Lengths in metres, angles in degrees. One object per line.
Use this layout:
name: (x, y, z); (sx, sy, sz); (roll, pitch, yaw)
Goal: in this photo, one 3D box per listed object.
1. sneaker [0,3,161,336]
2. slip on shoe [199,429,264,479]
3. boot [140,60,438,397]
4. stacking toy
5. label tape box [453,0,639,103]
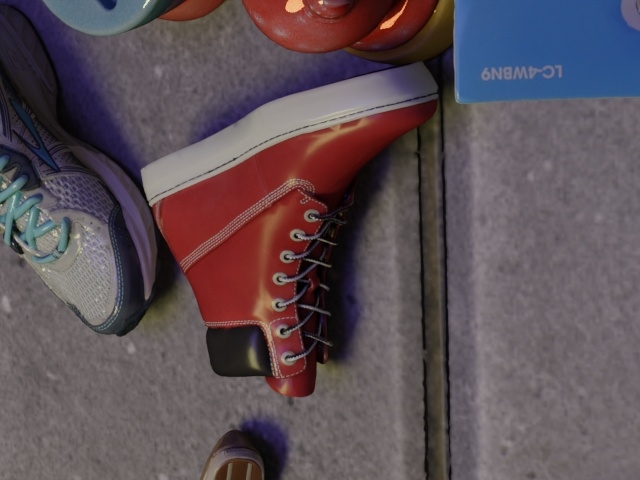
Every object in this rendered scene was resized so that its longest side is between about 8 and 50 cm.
sneaker: (-0.224, -0.043, 1.137); (0.110, 0.122, 0.283); (-47, 70, 32)
slip on shoe: (-0.069, 0.193, 1.113); (0.041, 0.051, 0.135); (-113, 29, -61)
boot: (0.000, 0.000, 1.003); (0.244, 0.088, 0.176); (-24, 83, 45)
stacking toy: (-0.064, -0.246, 0.970); (0.309, 0.130, 0.279); (11, 108, 35)
label tape box: (0.173, -0.242, 0.741); (0.249, 0.115, 0.347); (-2, 99, -1)
